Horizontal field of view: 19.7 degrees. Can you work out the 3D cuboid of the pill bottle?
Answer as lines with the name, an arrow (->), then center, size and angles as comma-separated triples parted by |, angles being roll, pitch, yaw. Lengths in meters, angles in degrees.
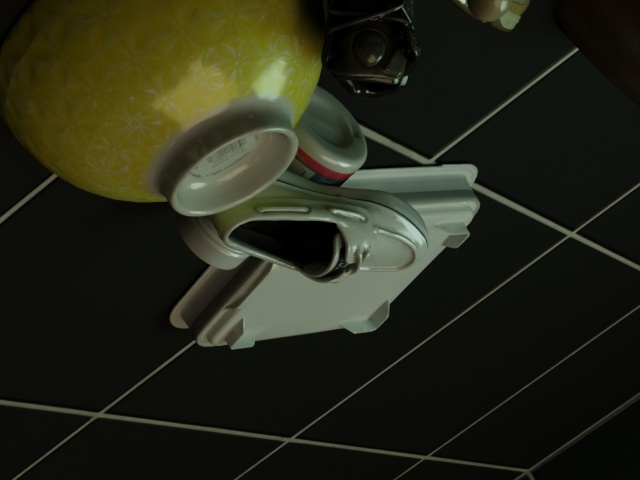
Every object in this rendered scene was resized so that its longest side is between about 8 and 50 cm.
pill bottle -> -0.051, -0.058, 1.739 | 0.180, 0.108, 0.108 | -43, 155, 29

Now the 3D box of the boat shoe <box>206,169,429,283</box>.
boat shoe -> 0.000, 0.000, 1.672 | 0.258, 0.084, 0.095 | 13, 133, -35

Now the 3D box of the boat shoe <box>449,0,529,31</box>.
boat shoe -> 0.148, -0.243, 1.672 | 0.072, 0.068, 0.190 | -51, 163, 14

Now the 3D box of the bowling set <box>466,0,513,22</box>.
bowling set -> 0.178, -0.319, 1.410 | 0.200, 0.154, 0.287 | -26, 158, -12

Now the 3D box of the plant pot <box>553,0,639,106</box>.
plant pot -> 0.386, -0.193, 1.843 | 0.215, 0.230, 0.215 | -26, 157, -12

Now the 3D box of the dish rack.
dish rack -> 0.019, 0.029, 2.068 | 0.333, 0.072, 0.285 | -4, 147, -46

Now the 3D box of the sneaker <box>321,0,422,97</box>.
sneaker -> 0.040, -0.208, 1.434 | 0.087, 0.130, 0.227 | -3, 126, -2

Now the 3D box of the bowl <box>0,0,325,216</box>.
bowl -> -0.103, -0.114, 1.491 | 0.289, 0.156, 0.289 | -27, 158, -12
